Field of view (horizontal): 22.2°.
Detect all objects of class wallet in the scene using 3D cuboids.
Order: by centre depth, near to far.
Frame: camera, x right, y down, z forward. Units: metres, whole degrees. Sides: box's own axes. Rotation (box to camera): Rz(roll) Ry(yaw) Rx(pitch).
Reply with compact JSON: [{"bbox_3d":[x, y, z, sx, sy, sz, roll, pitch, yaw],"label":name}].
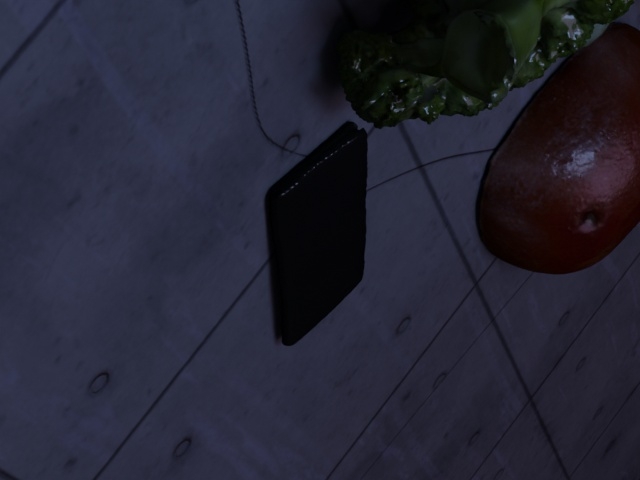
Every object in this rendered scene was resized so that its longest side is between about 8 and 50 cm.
[{"bbox_3d":[0.001,0.000,1.609,0.124,0.025,0.244,-41,152,-28],"label":"wallet"}]

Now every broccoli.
[{"bbox_3d":[0.119,-0.203,1.420,0.254,0.186,0.302,-24,-179,43],"label":"broccoli"}]

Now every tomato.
[{"bbox_3d":[0.342,-0.085,1.978,0.338,0.143,0.338,-40,152,-26],"label":"tomato"}]

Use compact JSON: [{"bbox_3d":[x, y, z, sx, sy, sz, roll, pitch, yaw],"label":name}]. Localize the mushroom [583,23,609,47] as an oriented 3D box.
[{"bbox_3d":[0.326,-0.349,1.677,0.081,0.100,0.312,20,107,-26],"label":"mushroom"}]
